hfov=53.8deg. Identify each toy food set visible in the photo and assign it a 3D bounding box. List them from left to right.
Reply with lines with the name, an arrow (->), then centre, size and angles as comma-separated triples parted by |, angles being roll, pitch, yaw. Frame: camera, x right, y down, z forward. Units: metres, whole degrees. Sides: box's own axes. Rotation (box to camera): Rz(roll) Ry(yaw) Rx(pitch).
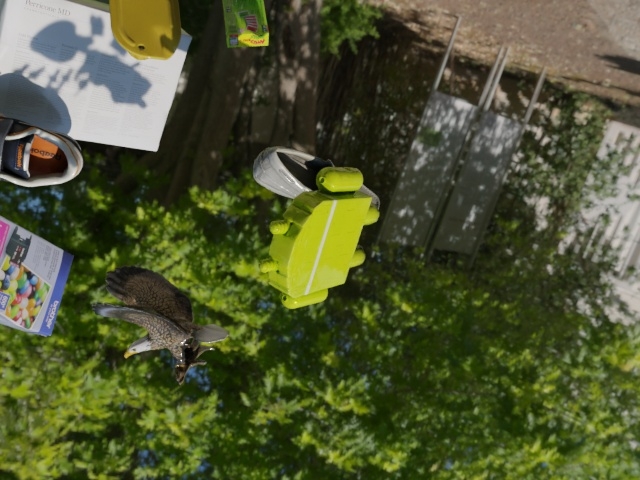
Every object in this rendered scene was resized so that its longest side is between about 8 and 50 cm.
toy food set -> -0.338, -0.430, 1.203 | 0.128, 0.217, 0.071 | -1, 165, -22

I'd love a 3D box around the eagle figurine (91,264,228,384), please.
eagle figurine -> -0.399, 0.201, 1.540 | 0.226, 0.298, 0.225 | -8, -153, 44

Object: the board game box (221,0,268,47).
board game box -> -0.173, -0.521, 1.414 | 0.092, 0.181, 0.043 | -6, 158, -10

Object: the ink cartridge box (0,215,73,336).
ink cartridge box -> -0.606, 0.080, 1.273 | 0.065, 0.185, 0.311 | 5, 161, 14

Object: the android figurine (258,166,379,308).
android figurine -> 0.000, 0.000, 1.029 | 0.056, 0.248, 0.273 | 27, -159, 29

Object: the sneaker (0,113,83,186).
sneaker -> -0.610, -0.177, 1.177 | 0.321, 0.126, 0.127 | 4, -163, -28

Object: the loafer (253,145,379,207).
loafer -> 0.006, -0.123, 1.403 | 0.319, 0.112, 0.111 | 17, 156, -27

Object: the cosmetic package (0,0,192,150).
cosmetic package -> -0.496, -0.361, 1.344 | 0.377, 0.284, 0.097 | 4, -148, -41
